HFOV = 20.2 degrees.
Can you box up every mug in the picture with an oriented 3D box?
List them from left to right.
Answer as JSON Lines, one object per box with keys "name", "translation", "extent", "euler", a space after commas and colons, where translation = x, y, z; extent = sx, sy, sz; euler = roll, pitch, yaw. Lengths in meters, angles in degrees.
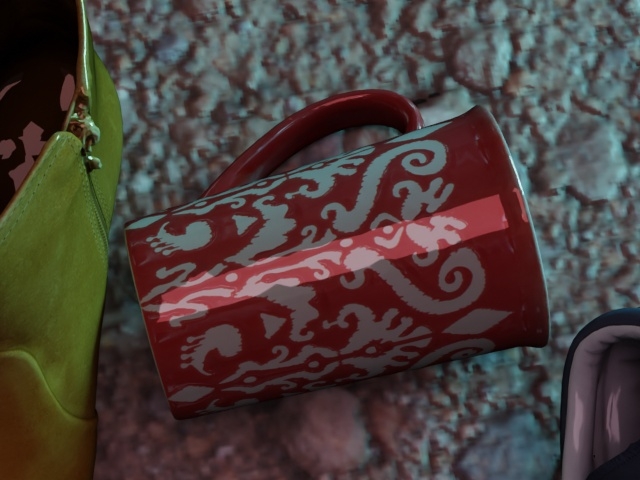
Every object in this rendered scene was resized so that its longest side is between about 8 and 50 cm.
{"name": "mug", "translation": [0.003, 0.010, 0.818], "extent": [0.169, 0.150, 0.113], "euler": [-16, 111, -3]}

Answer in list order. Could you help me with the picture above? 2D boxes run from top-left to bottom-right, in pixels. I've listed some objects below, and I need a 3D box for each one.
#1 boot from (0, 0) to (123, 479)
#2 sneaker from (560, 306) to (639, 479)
{"name": "boot", "translation": [-0.143, 0.046, 0.727], "extent": [0.104, 0.211, 0.295], "euler": [9, 73, 0]}
{"name": "sneaker", "translation": [0.201, 0.137, 0.732], "extent": [0.153, 0.099, 0.282], "euler": [0, 51, -48]}
